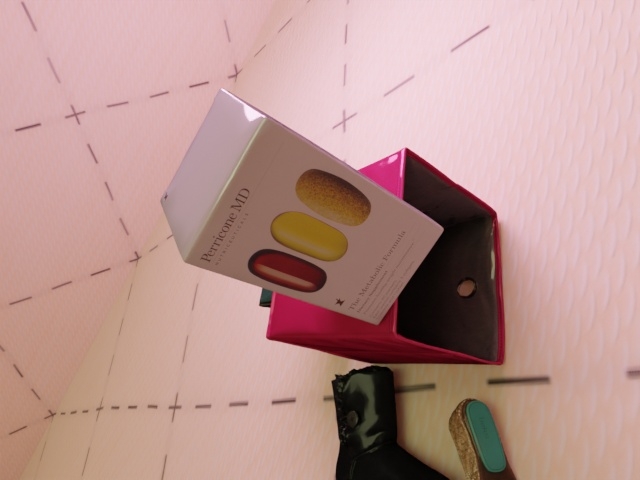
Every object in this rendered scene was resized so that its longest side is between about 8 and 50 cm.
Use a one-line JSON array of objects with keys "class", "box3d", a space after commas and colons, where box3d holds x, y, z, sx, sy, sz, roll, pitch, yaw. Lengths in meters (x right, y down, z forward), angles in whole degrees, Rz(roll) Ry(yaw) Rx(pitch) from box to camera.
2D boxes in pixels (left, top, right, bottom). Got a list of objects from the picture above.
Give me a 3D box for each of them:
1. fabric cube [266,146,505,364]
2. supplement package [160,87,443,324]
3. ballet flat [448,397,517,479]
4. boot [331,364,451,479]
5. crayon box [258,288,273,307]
[{"class": "fabric cube", "box3d": [0.105, 0.055, 0.666, 0.258, 0.258, 0.255, -18, 58, 46]}, {"class": "supplement package", "box3d": [-0.016, -0.026, 0.438, 0.139, 0.243, 0.134, -58, 38, 11]}, {"class": "ballet flat", "box3d": [0.221, 0.320, 0.551, 0.067, 0.072, 0.207, 115, 157, -50]}, {"class": "boot", "box3d": [0.104, 0.304, 0.661, 0.246, 0.094, 0.208, -27, 55, 47]}, {"class": "crayon box", "box3d": [0.000, 0.000, 0.865, 0.081, 0.202, 0.319, -14, 61, 45]}]
